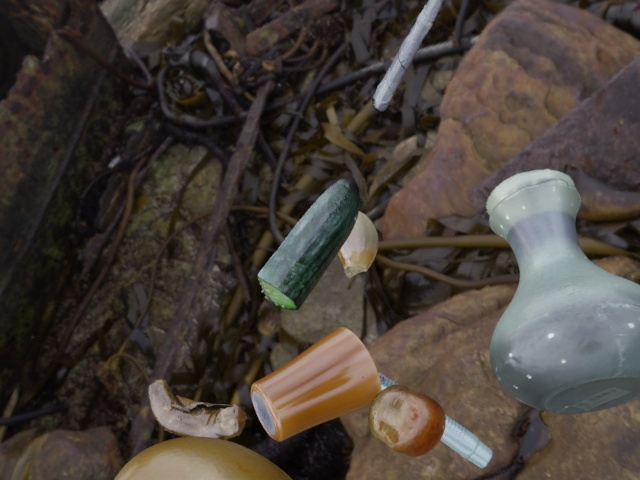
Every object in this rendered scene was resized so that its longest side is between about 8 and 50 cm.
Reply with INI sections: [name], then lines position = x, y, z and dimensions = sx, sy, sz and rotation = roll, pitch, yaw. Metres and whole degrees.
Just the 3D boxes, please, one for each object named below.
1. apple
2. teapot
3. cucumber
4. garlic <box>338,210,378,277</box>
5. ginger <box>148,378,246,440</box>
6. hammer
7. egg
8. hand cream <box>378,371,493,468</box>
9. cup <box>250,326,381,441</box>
[apple]
position = 0.144, 0.298, 1.002
dimensions = 0.126, 0.126, 0.102
rotation = 16, 77, 43
[teapot]
position = 0.261, 0.049, 0.659
dimensions = 0.183, 0.183, 0.251
rotation = -22, 51, 25
[cucumber]
position = 0.000, 0.000, 0.910
dimensions = 0.063, 0.115, 0.244
rotation = 27, 62, 14
[garlic]
position = 0.056, -0.014, 1.615
dimensions = 0.245, 0.145, 0.164
rotation = 40, 112, 52
[ginger]
position = -0.343, 0.479, 1.654
dimensions = 0.309, 0.133, 0.107
rotation = 8, 23, 16
[hammer]
position = 0.186, -0.390, 0.998
dimensions = 0.427, 0.044, 0.152
rotation = 121, 156, -46
[egg]
position = -0.146, 0.434, 0.840
dimensions = 0.351, 0.282, 0.283
rotation = 36, 86, 7
[hand cream]
position = 0.250, 0.403, 1.406
dimensions = 0.331, 0.085, 0.058
rotation = 38, 102, 5
[cup]
position = -0.016, 0.315, 1.321
dimensions = 0.264, 0.182, 0.226
rotation = -22, -2, -24
